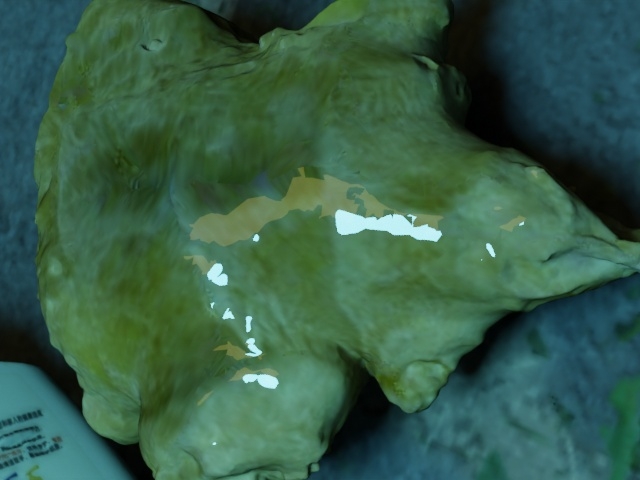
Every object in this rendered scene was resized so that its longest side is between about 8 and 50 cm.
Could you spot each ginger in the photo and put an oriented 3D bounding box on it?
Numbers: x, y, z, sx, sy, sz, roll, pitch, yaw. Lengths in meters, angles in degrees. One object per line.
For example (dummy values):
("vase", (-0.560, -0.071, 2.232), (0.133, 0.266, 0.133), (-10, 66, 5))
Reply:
("ginger", (0.000, 0.000, 0.743), (0.270, 0.123, 0.219), (10, 81, 39))

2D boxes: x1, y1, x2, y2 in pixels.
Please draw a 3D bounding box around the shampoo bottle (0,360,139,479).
("shampoo bottle", (-0.162, 0.105, 0.809), (0.284, 0.153, 0.071), (52, 141, 28))
